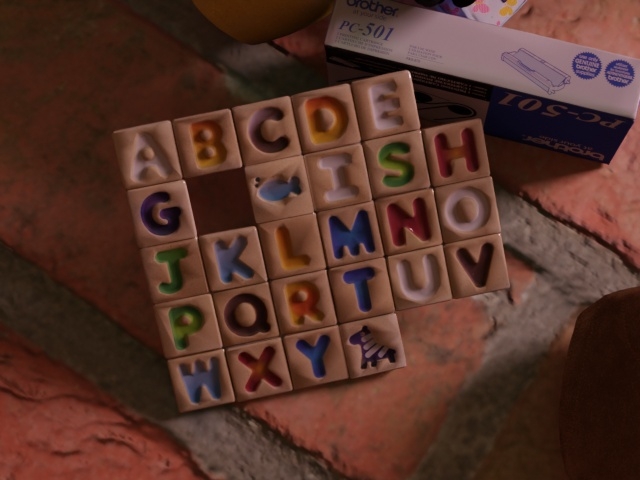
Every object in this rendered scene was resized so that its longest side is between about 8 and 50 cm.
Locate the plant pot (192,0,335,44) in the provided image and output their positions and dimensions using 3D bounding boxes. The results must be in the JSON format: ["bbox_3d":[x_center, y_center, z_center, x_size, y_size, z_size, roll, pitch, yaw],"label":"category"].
[{"bbox_3d":[-0.039,-0.194,0.896,0.095,0.134,0.134,-46,77,23],"label":"plant pot"}]

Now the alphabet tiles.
[{"bbox_3d":[0.000,0.000,0.848,0.237,0.009,0.198,-12,104,1],"label":"alphabet tiles"}]

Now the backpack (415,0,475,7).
[{"bbox_3d":[0.008,-0.316,0.802,0.263,0.213,0.276,8,48,-21],"label":"backpack"}]

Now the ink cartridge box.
[{"bbox_3d":[0.108,-0.110,0.872,0.207,0.097,0.046,14,77,6],"label":"ink cartridge box"}]

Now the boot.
[{"bbox_3d":[0.215,0.178,0.814,0.115,0.112,0.305,-2,79,34],"label":"boot"}]

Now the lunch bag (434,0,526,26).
[{"bbox_3d":[0.111,-0.193,0.917,0.071,0.053,0.083,-43,87,-6],"label":"lunch bag"}]
